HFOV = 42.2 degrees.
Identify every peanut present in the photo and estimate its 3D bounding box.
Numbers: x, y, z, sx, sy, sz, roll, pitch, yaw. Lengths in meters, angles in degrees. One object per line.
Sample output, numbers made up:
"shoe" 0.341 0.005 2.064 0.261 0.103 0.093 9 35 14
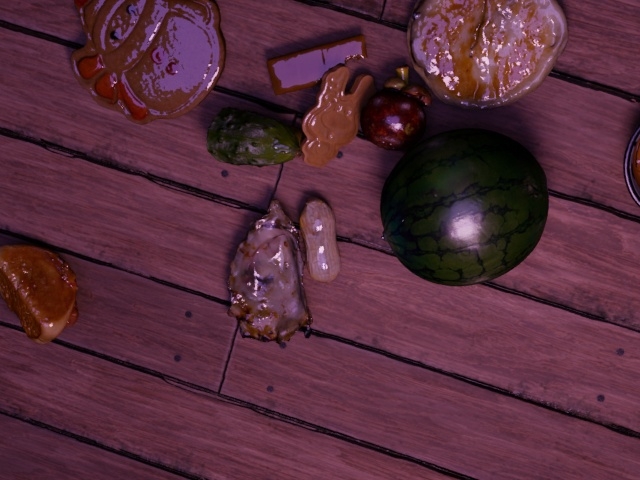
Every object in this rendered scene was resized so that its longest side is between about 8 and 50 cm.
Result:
"peanut" 0.000 0.000 1.940 0.087 0.087 0.207 -7 104 10

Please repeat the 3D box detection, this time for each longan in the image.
"longan" -0.067 -0.231 1.893 0.075 0.075 0.083 -23 135 14

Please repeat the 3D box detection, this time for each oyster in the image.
"oyster" -0.128 0.077 1.978 0.221 0.096 0.361 -3 105 17

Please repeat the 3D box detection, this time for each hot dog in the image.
"hot dog" -0.688 0.115 2.038 0.257 0.153 0.150 55 134 3

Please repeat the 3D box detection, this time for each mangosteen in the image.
"mangosteen" 0.171 -0.284 1.828 0.155 0.181 0.146 10 150 22

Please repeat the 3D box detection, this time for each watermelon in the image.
"watermelon" 0.298 -0.069 1.748 0.363 0.363 0.364 2 105 8

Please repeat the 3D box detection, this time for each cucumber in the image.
"cucumber" -0.130 -0.216 1.831 0.244 0.134 0.134 17 110 38

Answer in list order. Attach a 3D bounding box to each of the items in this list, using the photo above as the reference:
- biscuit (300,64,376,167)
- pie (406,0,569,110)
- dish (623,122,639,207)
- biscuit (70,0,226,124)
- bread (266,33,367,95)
"biscuit" 0.029 -0.273 1.855 0.144 0.040 0.236 15 108 -30
"pie" 0.354 -0.439 1.779 0.338 0.077 0.339 1 104 4
"dish" 0.778 -0.170 1.759 0.302 0.120 0.303 2 105 8
"biscuit" -0.407 -0.454 1.899 0.381 0.074 0.359 40 105 -6
"bread" -0.003 -0.393 1.858 0.226 0.049 0.088 -11 103 10
